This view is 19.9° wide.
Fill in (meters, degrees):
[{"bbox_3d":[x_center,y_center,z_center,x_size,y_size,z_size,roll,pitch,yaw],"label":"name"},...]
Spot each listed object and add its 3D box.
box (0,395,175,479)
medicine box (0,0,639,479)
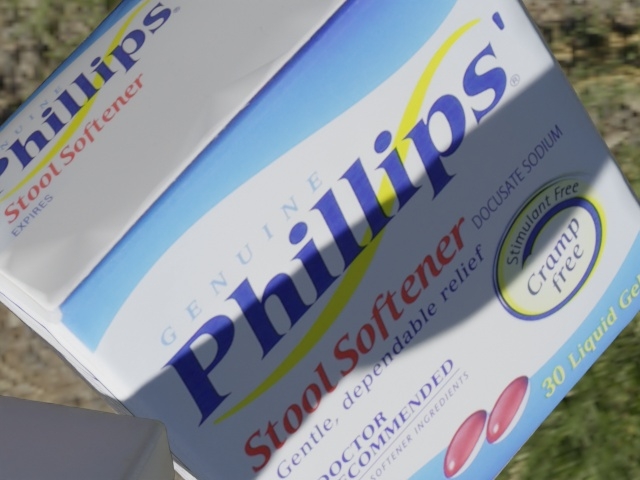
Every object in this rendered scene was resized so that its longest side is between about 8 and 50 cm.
[{"bbox_3d":[-0.116,0.103,0.407,0.170,0.091,0.130,6,130,20],"label":"box"},{"bbox_3d":[0.000,0.000,0.915,0.263,0.289,0.149,-48,42,-10],"label":"medicine box"}]
